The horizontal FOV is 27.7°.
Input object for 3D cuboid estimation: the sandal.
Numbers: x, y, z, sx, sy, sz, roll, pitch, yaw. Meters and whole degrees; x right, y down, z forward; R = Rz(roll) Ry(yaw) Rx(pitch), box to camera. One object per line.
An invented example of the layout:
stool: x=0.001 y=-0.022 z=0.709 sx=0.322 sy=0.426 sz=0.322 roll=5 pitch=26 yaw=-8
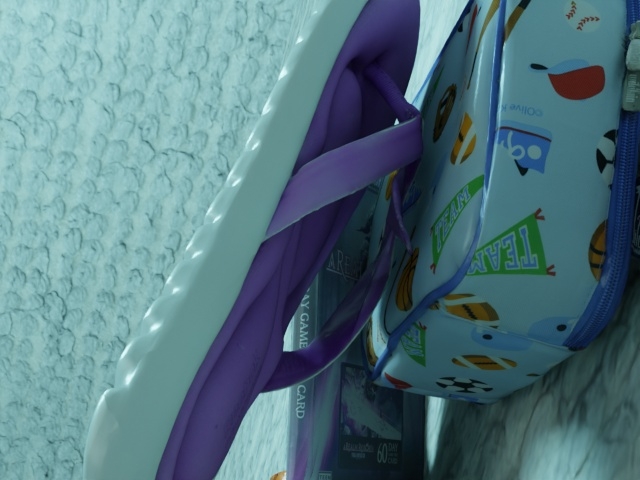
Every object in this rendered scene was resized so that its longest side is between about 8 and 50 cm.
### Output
sandal: x=0.000 y=0.009 z=0.741 sx=0.169 sy=0.102 sz=0.416 roll=90 pitch=-157 yaw=-54

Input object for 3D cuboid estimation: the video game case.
video game case: x=0.031 y=0.082 z=0.945 sx=0.196 sy=0.026 sz=0.274 roll=22 pitch=-111 yaw=-62

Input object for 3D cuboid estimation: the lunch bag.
lunch bag: x=0.110 y=-0.036 z=0.810 sx=0.303 sy=0.115 sz=0.243 roll=123 pitch=159 yaw=-68

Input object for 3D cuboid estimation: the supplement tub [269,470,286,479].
supplement tub: x=-0.009 y=0.295 z=1.085 sx=0.117 sy=0.117 sz=0.190 roll=119 pitch=161 yaw=-61
